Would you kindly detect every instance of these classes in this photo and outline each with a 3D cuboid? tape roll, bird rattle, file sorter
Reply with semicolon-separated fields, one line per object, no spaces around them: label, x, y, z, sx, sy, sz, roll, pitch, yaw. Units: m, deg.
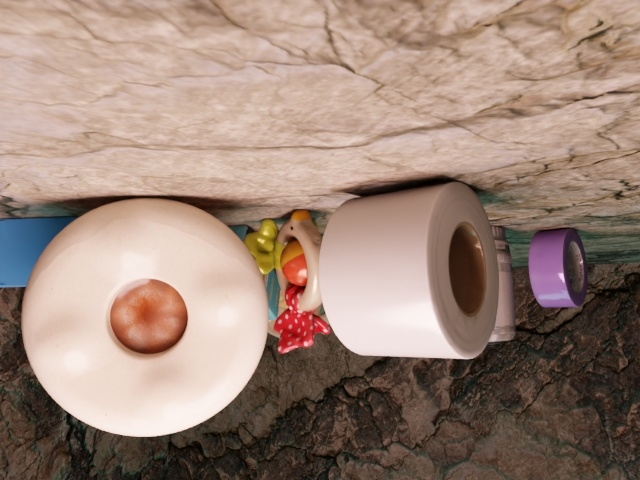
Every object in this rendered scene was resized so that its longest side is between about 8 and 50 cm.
tape roll;0.576;0.067;1.372;0.080;0.188;0.189;-8;171;40
tape roll;0.136;0.046;0.823;0.169;0.245;0.246;-7;171;37
bird rattle;-0.047;0.061;1.013;0.143;0.253;0.207;0;150;-21
file sorter;-0.483;0.022;1.026;0.171;0.118;0.104;-2;178;4

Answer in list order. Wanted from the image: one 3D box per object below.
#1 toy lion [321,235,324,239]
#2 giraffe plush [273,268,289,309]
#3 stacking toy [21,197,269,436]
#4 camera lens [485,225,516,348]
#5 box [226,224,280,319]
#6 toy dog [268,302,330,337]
toy lion;0.000;0.000;1.351;0.096;0.034;0.100;-6;176;-29
giraffe plush;-0.137;0.064;1.456;0.171;0.181;0.210;7;-149;17
stacking toy;-0.274;0.111;1.024;0.351;0.350;0.480;-1;180;-7
camera lens;0.337;0.113;1.331;0.220;0.274;0.219;-1;174;0
box;-0.151;0.075;1.218;0.060;0.100;0.244;-4;146;13
toy dog;-0.102;0.206;2.074;0.396;0.284;0.408;-4;175;24
